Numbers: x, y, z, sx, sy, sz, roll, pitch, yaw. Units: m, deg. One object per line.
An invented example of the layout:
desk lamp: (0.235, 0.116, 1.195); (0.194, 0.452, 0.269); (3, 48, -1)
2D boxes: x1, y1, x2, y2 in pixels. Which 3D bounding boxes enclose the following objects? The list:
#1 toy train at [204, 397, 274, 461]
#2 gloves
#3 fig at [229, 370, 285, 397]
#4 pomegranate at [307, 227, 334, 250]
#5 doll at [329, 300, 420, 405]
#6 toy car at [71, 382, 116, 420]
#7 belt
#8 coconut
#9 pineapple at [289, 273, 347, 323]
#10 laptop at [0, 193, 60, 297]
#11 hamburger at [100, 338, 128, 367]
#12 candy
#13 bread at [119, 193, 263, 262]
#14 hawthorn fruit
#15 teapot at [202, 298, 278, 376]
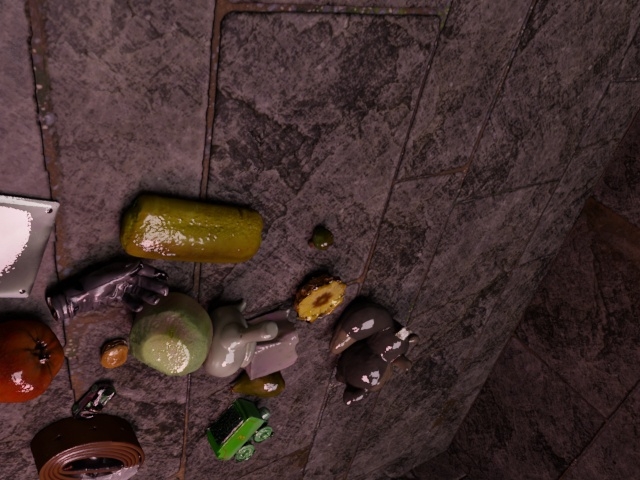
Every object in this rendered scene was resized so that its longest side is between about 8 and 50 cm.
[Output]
toy train: (-0.301, 0.712, 2.103); (0.243, 0.132, 0.188); (-48, 137, 4)
gloves: (-0.511, 0.116, 1.360); (0.286, 0.119, 0.142); (-7, 143, -18)
fig: (-0.218, 0.491, 1.956); (0.185, 0.133, 0.126); (-17, 172, -23)
pomegranate: (0.002, 0.003, 1.729); (0.073, 0.073, 0.084); (20, 111, -49)
doll: (0.158, 0.421, 2.199); (0.382, 0.252, 0.378); (-46, 110, 0)
toy car: (-0.651, 0.470, 1.623); (0.142, 0.055, 0.069); (-47, 139, 4)
belt: (-0.691, 0.644, 1.702); (0.217, 0.122, 0.339); (-50, 142, 8)
coconut: (-0.402, 0.249, 1.512); (0.236, 0.236, 0.204); (-19, 109, -27)
pineapple: (-0.009, 0.186, 1.890); (0.225, 0.076, 0.224); (-23, 141, -20)
laptop: (-0.682, 0.018, 1.194); (0.188, 0.015, 0.269); (6, 122, -44)
hamburger: (-0.568, 0.313, 1.554); (0.076, 0.044, 0.083); (-8, 134, -35)
candy: (-0.177, 0.339, 1.844); (0.195, 0.137, 0.184); (-16, 135, -27)
bread: (-0.305, -0.015, 1.412); (0.384, 0.112, 0.166); (6, 122, -44)
hawthorn fruit: (-0.727, 0.284, 1.303); (0.226, 0.196, 0.196); (-18, 143, 9)
teapot: (-0.244, 0.298, 1.611); (0.149, 0.318, 0.219); (9, 93, -25)
